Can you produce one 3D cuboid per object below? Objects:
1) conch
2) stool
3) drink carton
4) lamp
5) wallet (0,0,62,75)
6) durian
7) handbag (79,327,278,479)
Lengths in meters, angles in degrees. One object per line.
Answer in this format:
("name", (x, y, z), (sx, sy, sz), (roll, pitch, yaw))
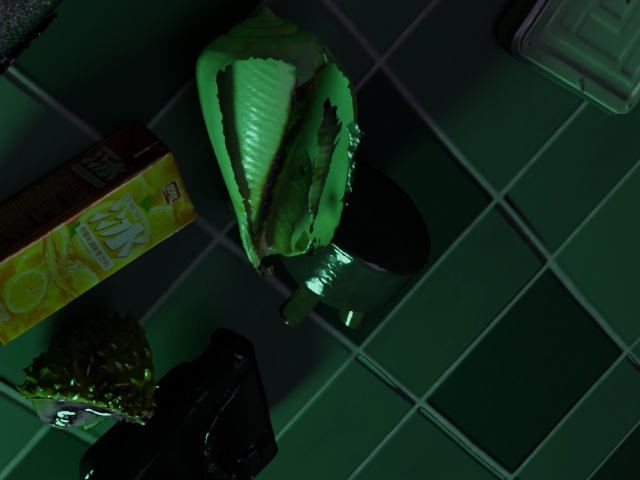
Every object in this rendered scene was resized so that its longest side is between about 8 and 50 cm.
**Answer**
("conch", (-0.029, -0.093, 1.465), (0.144, 0.137, 0.250), (-15, 98, 4))
("stool", (0.001, -0.006, 1.636), (0.139, 0.228, 0.153), (-50, -171, 35))
("drink carton", (-0.231, -0.009, 1.457), (0.223, 0.071, 0.096), (-33, 138, -16))
("lamp", (0.342, -0.287, 1.764), (0.266, 0.047, 0.269), (20, 108, -47))
("wallet", (-0.305, -0.229, 1.213), (0.221, 0.071, 0.262), (-44, 134, -3))
("durian", (-0.235, 0.124, 1.531), (0.108, 0.187, 0.119), (6, 80, -26))
("handbag", (-0.147, 0.236, 1.683), (0.244, 0.088, 0.275), (-48, 154, -21))
